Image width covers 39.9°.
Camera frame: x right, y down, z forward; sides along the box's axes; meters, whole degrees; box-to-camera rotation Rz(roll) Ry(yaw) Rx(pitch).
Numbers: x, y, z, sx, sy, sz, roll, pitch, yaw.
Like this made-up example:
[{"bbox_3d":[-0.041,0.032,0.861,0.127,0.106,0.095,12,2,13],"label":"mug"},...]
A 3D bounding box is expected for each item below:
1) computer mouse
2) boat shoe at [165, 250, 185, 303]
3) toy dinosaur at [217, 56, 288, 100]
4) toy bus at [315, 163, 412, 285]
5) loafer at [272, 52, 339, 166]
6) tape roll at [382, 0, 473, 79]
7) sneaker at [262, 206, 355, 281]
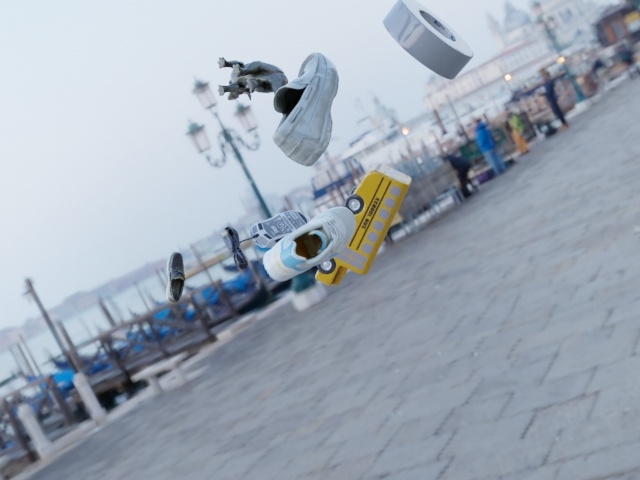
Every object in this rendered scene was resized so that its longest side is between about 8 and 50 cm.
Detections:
[{"bbox_3d":[-0.109,-0.007,1.849,0.193,0.106,0.042,-19,-38,-25],"label":"computer mouse"},{"bbox_3d":[-0.415,0.107,2.557,0.056,0.152,0.049,3,-3,-35],"label":"boat shoe"},{"bbox_3d":[-0.160,-0.417,2.246,0.160,0.120,0.314,-17,15,-42],"label":"toy dinosaur"},{"bbox_3d":[0.104,-0.032,2.257,0.108,0.130,0.332,-57,-8,-71],"label":"toy bus"},{"bbox_3d":[-0.034,-0.278,1.736,0.112,0.112,0.319,-48,24,35],"label":"loafer"},{"bbox_3d":[0.251,-0.472,2.050,0.072,0.219,0.219,-50,-7,25],"label":"tape roll"},{"bbox_3d":[0.000,0.000,1.619,0.229,0.087,0.092,-37,4,-42],"label":"sneaker"}]
